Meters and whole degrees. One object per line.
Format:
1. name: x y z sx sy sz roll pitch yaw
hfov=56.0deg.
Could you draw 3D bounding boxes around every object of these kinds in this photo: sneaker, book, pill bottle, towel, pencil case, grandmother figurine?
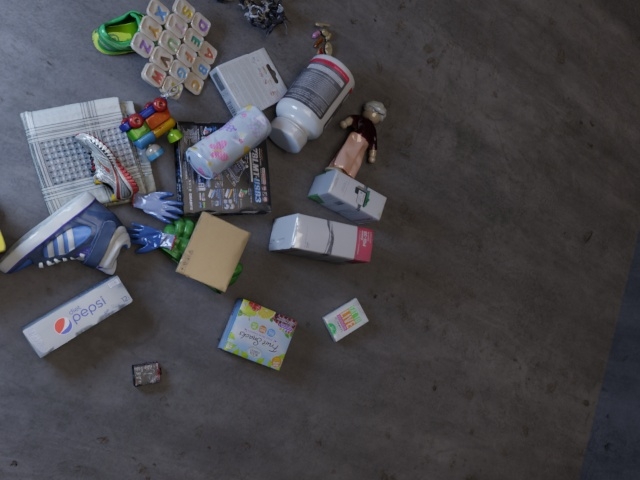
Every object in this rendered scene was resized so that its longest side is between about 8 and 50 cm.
1. sneaker: -0.525 -0.623 1.803 0.296 0.124 0.109 -23 98 -26
2. sneaker: -0.618 -0.208 1.709 0.093 0.088 0.225 -41 107 -18
3. book: 0.086 0.278 2.122 0.144 0.035 0.096 -30 97 -23
4. pill bottle: -0.037 -0.450 2.011 0.176 0.176 0.318 41 71 -19
5. sneaker: -0.693 0.042 1.687 0.323 0.130 0.236 -42 115 -13
6. towel: -0.661 -0.248 1.756 0.325 0.056 0.311 -16 95 -27
7. pencil case: -0.278 -0.304 1.843 0.124 0.113 0.273 47 67 -2
8. grandmother figurine: 0.134 -0.362 2.143 0.342 0.104 0.208 -61 139 -19

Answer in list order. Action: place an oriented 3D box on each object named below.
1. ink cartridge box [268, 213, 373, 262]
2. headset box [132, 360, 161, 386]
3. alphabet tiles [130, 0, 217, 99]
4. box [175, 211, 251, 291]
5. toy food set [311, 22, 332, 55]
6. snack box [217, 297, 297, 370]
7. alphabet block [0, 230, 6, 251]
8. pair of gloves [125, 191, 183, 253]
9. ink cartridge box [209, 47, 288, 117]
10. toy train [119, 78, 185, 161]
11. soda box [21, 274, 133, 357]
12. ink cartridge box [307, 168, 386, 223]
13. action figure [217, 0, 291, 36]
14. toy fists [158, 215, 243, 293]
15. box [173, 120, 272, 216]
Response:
1. ink cartridge box: 0.000 0.000 1.990 0.283 0.207 0.117 12 81 -26
2. headset box: -0.519 0.400 1.809 0.083 0.032 0.062 -6 91 -28
3. alphabet tiles: -0.435 -0.582 1.832 0.278 0.021 0.284 33 74 -50
4. box: -0.323 0.035 1.825 0.165 0.021 0.201 26 80 -20
5. toy food set: 0.004 -0.704 2.133 0.078 0.019 0.122 -2 96 -26
6. snack box: -0.202 0.304 1.952 0.207 0.070 0.174 27 76 -22
7. alphabet block: -0.926 -0.034 1.533 0.193 0.197 0.193 -21 97 -25
8. pair of gloves: -0.497 -0.053 1.787 0.160 0.023 0.198 12 90 -2
9. ink cartridge box: -0.232 -0.516 1.999 0.232 0.066 0.189 -40 106 -44
10. toy train: -0.456 -0.355 1.789 0.248 0.105 0.143 -42 113 -24
11. soda box: -0.683 0.208 1.699 0.286 0.098 0.091 -34 103 -24
12. ink cartridge box: 0.092 -0.147 2.071 0.220 0.160 0.092 26 76 -24
13. action figure: -0.205 -0.780 1.964 0.276 0.141 0.163 23 76 -21
14. toy fists: -0.364 0.037 1.870 0.279 0.096 0.142 39 71 -18
15. box: -0.310 -0.227 1.921 0.294 0.073 0.295 -4 89 -27
